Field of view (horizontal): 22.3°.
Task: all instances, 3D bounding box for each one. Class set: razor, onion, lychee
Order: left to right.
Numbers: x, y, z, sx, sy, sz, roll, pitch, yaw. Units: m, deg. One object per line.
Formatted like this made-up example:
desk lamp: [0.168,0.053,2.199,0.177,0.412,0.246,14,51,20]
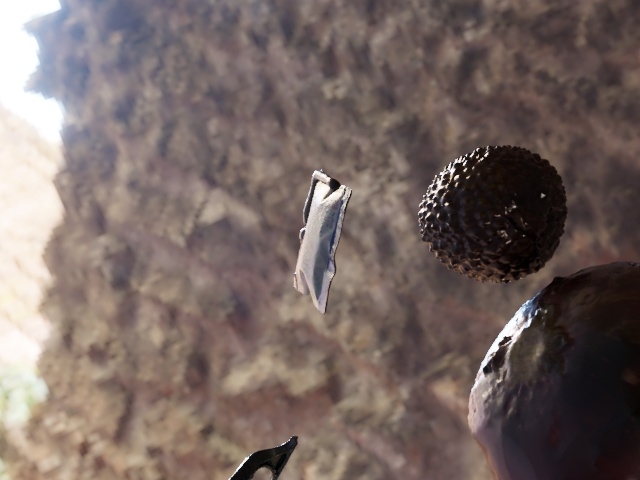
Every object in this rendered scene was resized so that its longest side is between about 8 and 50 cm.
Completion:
razor: [-0.089,0.253,1.620,0.033,0.190,0.066,36,-56,12]
lychee: [0.211,-0.032,2.001,0.188,0.188,0.188,45,-30,36]
onion: [0.378,0.216,1.894,0.385,0.347,0.348,32,-11,-26]

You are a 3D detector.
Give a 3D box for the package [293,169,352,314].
package: [0.000,0.000,2.176,0.173,0.027,0.171,-143,-115,-69]
